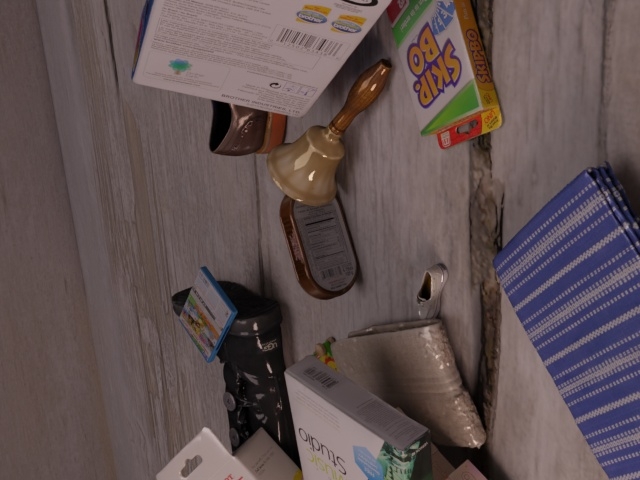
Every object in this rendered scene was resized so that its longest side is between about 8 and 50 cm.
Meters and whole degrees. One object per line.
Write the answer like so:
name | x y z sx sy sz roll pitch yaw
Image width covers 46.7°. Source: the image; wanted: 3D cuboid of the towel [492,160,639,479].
towel | 0.314 0.114 0.771 0.336 0.040 0.243 65 157 19

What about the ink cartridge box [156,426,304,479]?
ink cartridge box | -0.124 0.509 1.417 0.353 0.119 0.207 47 118 6

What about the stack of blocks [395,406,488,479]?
stack of blocks | 0.168 0.382 1.034 0.297 0.087 0.171 46 144 26

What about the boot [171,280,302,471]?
boot | -0.172 0.332 1.592 0.367 0.146 0.446 15 119 58

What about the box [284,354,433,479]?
box | 0.059 0.341 1.023 0.232 0.058 0.322 24 132 46

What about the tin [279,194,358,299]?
tin | 0.000 0.000 1.185 0.040 0.106 0.190 -19 87 52

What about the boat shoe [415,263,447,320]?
boat shoe | 0.149 0.078 1.038 0.035 0.035 0.100 48 139 38

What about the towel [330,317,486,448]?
towel | 0.124 0.218 1.116 0.282 0.049 0.187 -19 94 58

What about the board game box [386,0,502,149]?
board game box | 0.143 -0.248 0.915 0.124 0.039 0.260 -17 90 61

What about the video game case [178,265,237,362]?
video game case | -0.223 0.147 1.452 0.119 0.015 0.166 50 134 23

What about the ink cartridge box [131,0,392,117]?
ink cartridge box | -0.073 -0.327 0.945 0.395 0.269 0.151 142 133 -63

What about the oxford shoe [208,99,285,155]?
oxford shoe | -0.131 -0.310 1.237 0.130 0.132 0.364 34 130 49

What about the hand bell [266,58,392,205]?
hand bell | 0.028 -0.173 1.088 0.242 0.126 0.126 -50 59 41

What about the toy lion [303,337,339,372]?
toy lion | 0.020 0.230 1.326 0.096 0.034 0.100 57 146 15
